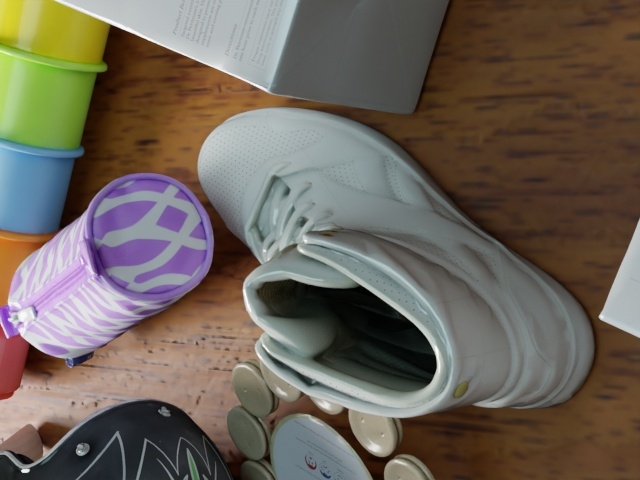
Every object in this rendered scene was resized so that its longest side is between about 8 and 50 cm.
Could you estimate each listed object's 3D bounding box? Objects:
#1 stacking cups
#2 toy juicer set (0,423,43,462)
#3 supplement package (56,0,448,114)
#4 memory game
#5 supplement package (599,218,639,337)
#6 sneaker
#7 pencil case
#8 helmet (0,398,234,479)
[{"bbox_3d":[-0.211,-0.044,1.032,0.096,0.096,0.316,23,107,34],"label":"stacking cups"},{"bbox_3d":[-0.231,0.290,0.951,0.089,0.209,0.329,-25,75,24],"label":"toy juicer set"},{"bbox_3d":[-0.032,-0.201,0.859,0.203,0.149,0.194,26,103,33],"label":"supplement package"},{"bbox_3d":[0.008,0.145,0.860,0.186,0.012,0.186,28,131,38],"label":"memory game"},{"bbox_3d":[0.288,0.019,0.592,0.261,0.204,0.145,27,104,33],"label":"supplement package"},{"bbox_3d":[0.000,0.000,0.821,0.292,0.169,0.108,33,109,33],"label":"sneaker"},{"bbox_3d":[-0.141,0.020,0.926,0.206,0.088,0.086,-32,71,59],"label":"pencil case"},{"bbox_3d":[-0.127,0.188,0.912,0.161,0.169,0.169,-15,80,42],"label":"helmet"}]
